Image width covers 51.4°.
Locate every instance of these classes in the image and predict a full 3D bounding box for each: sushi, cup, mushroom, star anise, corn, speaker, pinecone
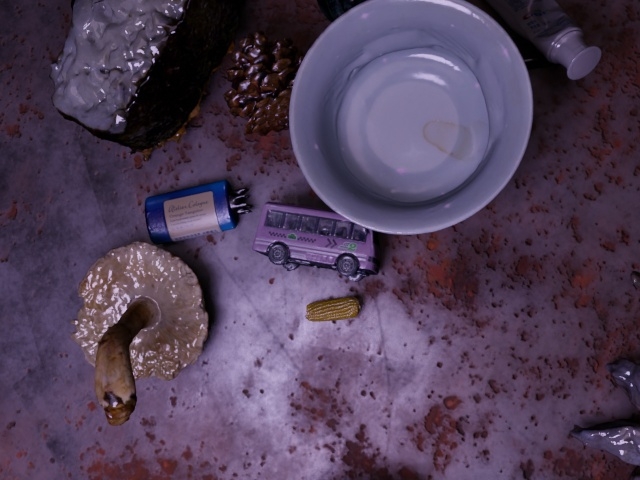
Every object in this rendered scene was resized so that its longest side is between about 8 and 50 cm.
[{"bbox_3d":[-0.283,-0.319,1.077,0.234,0.207,0.348,42,103,21],"label":"sushi"},{"bbox_3d":[0.139,-0.181,1.017,0.347,0.163,0.347,0,90,13],"label":"cup"},{"bbox_3d":[-0.269,0.121,1.019,0.208,0.301,0.233,-17,97,-24],"label":"mushroom"},{"bbox_3d":[0.504,0.263,0.936,0.359,0.139,0.316,41,86,11],"label":"star anise"},{"bbox_3d":[0.020,0.113,1.084,0.092,0.037,0.037,-7,84,8],"label":"corn"},{"bbox_3d":[0.315,-0.299,1.066,0.191,0.040,0.046,-6,83,10],"label":"speaker"},{"bbox_3d":[-0.082,-0.255,1.072,0.173,0.173,0.174,-1,85,10],"label":"pinecone"}]

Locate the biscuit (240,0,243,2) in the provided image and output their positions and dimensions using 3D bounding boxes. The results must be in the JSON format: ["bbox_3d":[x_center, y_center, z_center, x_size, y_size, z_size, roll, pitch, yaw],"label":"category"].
[{"bbox_3d":[-0.192,-0.493,1.146,0.194,0.053,0.195,0,96,-1],"label":"biscuit"}]

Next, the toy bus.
[{"bbox_3d":[0.000,0.000,1.069,0.198,0.096,0.108,9,82,13],"label":"toy bus"}]

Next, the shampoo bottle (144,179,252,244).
[{"bbox_3d":[-0.205,-0.050,1.130,0.183,0.050,0.087,-12,80,9],"label":"shampoo bottle"}]

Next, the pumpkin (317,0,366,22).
[{"bbox_3d":[0.089,-0.412,1.048,0.202,0.202,0.140,-23,126,7],"label":"pumpkin"}]

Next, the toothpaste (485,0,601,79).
[{"bbox_3d":[0.332,-0.355,1.035,0.096,0.061,0.266,-28,58,1],"label":"toothpaste"}]
